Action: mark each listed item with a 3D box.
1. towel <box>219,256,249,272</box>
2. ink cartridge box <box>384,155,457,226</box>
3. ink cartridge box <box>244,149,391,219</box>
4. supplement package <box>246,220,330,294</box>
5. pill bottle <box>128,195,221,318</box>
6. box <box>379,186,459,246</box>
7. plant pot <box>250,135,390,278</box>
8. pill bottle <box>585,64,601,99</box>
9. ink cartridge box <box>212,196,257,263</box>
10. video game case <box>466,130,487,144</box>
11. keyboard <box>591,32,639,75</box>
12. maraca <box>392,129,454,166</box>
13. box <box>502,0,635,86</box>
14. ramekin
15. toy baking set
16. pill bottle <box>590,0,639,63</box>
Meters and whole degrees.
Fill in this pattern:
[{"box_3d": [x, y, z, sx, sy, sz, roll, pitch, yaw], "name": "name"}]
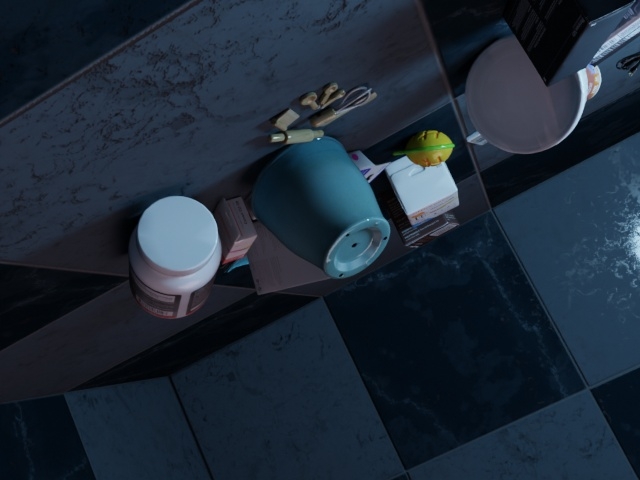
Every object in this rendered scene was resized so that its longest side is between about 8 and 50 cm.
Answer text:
[{"box_3d": [-0.119, 0.006, 2.455, 0.370, 0.040, 0.271, -13, 163, -46], "name": "towel"}, {"box_3d": [0.312, -0.164, 2.303, 0.171, 0.168, 0.233, -26, 167, 7], "name": "ink cartridge box"}, {"box_3d": [-0.004, -0.152, 1.963, 0.371, 0.069, 0.176, -14, 162, -36], "name": "ink cartridge box"}, {"box_3d": [-0.043, 0.013, 2.071, 0.263, 0.199, 0.198, -14, -179, 30], "name": "supplement package"}, {"box_3d": [-0.341, 0.043, 1.755, 0.210, 0.210, 0.363, -21, 167, -20], "name": "pill bottle"}, {"box_3d": [0.334, -0.103, 2.523, 0.167, 0.203, 0.168, -30, 167, 21], "name": "box"}, {"box_3d": [0.019, -0.060, 1.737, 0.272, 0.255, 0.271, -26, 144, -21], "name": "plant pot"}, {"box_3d": [0.642, -0.420, 2.010, 0.216, 0.121, 0.121, -17, 165, -36], "name": "pill bottle"}, {"box_3d": [-0.222, -0.031, 1.905, 0.067, 0.115, 0.198, -19, 167, -25], "name": "ink cartridge box"}, {"box_3d": [0.548, -0.351, 2.358, 0.157, 0.019, 0.143, -31, 166, 27], "name": "video game case"}, {"box_3d": [0.735, -0.503, 1.694, 0.033, 0.201, 0.317, 10, 146, -38], "name": "keyboard"}, {"box_3d": [0.282, -0.251, 2.070, 0.127, 0.099, 0.186, -8, -175, -40], "name": "maraca"}, {"box_3d": [0.459, -0.437, 1.424, 0.103, 0.184, 0.261, -24, 168, -5], "name": "box"}, {"box_3d": [0.480, -0.341, 1.716, 0.273, 0.273, 0.127, -36, 175, 40], "name": "ramekin"}, {"box_3d": [0.009, -0.265, 1.594, 0.197, 0.030, 0.256, -36, 164, 38], "name": "toy baking set"}, {"box_3d": [0.665, -0.512, 1.654, 0.130, 0.130, 0.246, -12, 161, -48], "name": "pill bottle"}]
